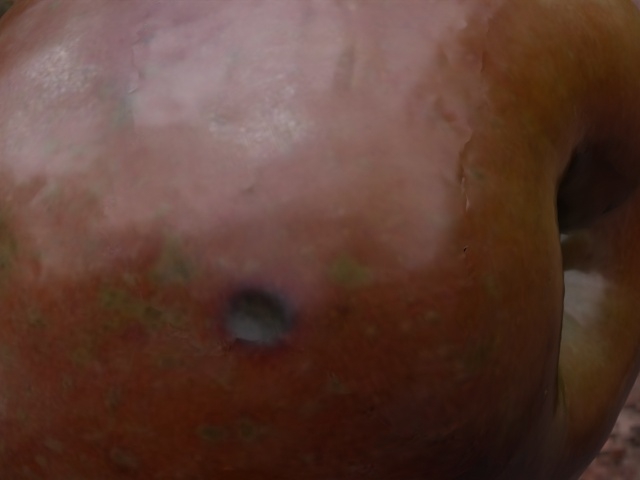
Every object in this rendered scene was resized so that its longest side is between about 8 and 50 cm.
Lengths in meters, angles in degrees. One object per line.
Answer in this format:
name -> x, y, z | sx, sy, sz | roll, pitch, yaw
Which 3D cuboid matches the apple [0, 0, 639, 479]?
apple -> 0.000, 0.000, 0.565 | 0.254, 0.253, 0.253 | -8, 26, 4
